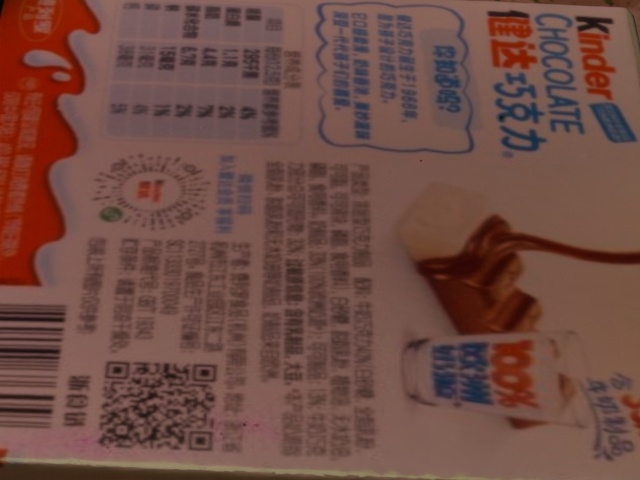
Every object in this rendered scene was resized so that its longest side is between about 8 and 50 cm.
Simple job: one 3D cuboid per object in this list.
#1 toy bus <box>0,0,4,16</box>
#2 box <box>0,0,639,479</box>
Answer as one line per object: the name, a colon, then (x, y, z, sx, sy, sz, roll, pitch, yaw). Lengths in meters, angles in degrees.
toy bus: (-0.188, -0.118, 0.813, 0.096, 0.108, 0.199, 26, 44, 28)
box: (0.000, 0.000, 0.739, 0.265, 0.048, 0.273, 3, 41, -1)
